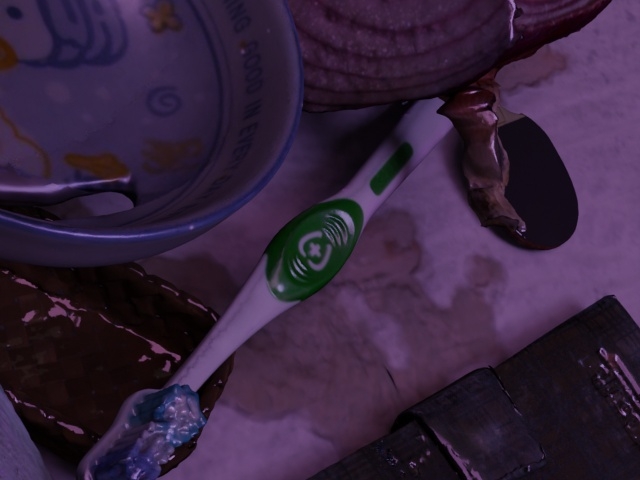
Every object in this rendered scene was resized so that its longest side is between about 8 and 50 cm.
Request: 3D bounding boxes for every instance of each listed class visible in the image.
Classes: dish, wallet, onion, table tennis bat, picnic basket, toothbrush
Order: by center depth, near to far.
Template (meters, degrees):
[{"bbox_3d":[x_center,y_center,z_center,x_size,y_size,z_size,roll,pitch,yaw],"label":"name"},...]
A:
[{"bbox_3d":[-0.155,-0.088,0.547,0.273,0.134,0.273,20,50,-25],"label":"dish"},{"bbox_3d":[-0.143,0.046,0.564,0.193,0.055,0.110,30,48,-7],"label":"picnic basket"},{"bbox_3d":[-0.004,0.002,0.629,0.042,0.040,0.418,54,39,-11],"label":"toothbrush"},{"bbox_3d":[0.112,0.157,0.631,0.317,0.044,0.169,-23,74,-34],"label":"wallet"},{"bbox_3d":[0.058,-0.193,0.683,0.256,0.273,0.230,18,23,18],"label":"onion"},{"bbox_3d":[0.128,-0.066,0.764,0.087,0.013,0.157,-22,83,-38],"label":"table tennis bat"}]

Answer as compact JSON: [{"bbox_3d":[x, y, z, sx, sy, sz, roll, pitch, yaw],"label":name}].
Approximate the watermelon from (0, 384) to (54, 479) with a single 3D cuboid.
[{"bbox_3d":[-0.217,0.135,0.388,0.289,0.213,0.320,-20,88,-20],"label":"watermelon"}]
